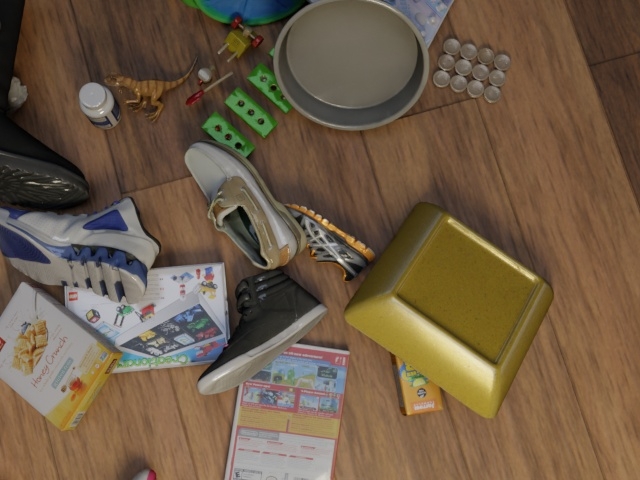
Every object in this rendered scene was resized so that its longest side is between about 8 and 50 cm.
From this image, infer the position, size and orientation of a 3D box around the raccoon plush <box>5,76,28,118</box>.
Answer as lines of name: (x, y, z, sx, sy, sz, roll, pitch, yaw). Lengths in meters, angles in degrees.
raccoon plush: (-0.683, -0.087, 1.511, 0.446, 0.216, 0.299, -35, 96, -10)

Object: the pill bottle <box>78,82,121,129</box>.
pill bottle: (-0.432, -0.264, 1.580, 0.067, 0.120, 0.067, 0, 81, -3)

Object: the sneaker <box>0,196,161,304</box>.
sneaker: (-0.435, -0.003, 1.532, 0.316, 0.127, 0.182, 18, 45, 10)

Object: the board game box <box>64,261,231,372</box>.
board game box: (-0.328, 0.151, 1.553, 0.306, 0.053, 0.192, -5, 81, -3)

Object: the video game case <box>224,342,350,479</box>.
video game case: (-0.062, 0.339, 1.549, 0.204, 0.025, 0.285, 8, 81, -1)

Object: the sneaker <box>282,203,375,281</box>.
sneaker: (0.000, 0.000, 1.579, 0.215, 0.084, 0.083, 33, 90, 4)

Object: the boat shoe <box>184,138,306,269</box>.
boat shoe: (-0.161, -0.072, 1.546, 0.302, 0.113, 0.103, 44, 47, 10)

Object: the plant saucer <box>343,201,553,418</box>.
plant saucer: (0.263, 0.104, 1.507, 0.333, 0.081, 0.332, 35, 56, 3)

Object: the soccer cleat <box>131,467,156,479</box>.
soccer cleat: (-0.378, 0.573, 1.452, 0.143, 0.116, 0.331, 9, 81, -1)

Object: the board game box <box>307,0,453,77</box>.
board game box: (0.128, -0.571, 1.573, 0.390, 0.050, 0.389, 37, 72, -26)

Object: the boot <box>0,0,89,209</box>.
boot: (-0.585, -0.308, 1.497, 0.146, 0.367, 0.444, -20, 66, 31)

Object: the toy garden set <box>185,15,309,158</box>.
toy garden set: (-0.154, -0.309, 1.634, 0.204, 0.049, 0.244, 42, 83, -2)

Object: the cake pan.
cake pan: (0.059, -0.341, 1.535, 0.293, 0.293, 0.054, 8, 44, -1)

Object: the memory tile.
memory tile: (0.314, -0.353, 1.681, 0.148, 0.012, 0.113, 17, 81, 1)

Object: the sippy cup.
sippy cup: (-0.146, -0.584, 1.603, 0.306, 0.240, 0.224, 1, 69, -25)

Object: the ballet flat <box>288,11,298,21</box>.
ballet flat: (0.044, -0.387, 1.658, 0.250, 0.058, 0.084, 31, 110, 8)

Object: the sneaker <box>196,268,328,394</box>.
sneaker: (-0.139, 0.162, 1.511, 0.296, 0.104, 0.147, -34, 72, -29)

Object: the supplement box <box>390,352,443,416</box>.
supplement box: (0.175, 0.215, 1.553, 0.078, 0.080, 0.233, -10, 83, -5)

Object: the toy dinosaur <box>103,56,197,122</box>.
toy dinosaur: (-0.328, -0.300, 1.611, 0.212, 0.112, 0.064, -16, 53, -44)

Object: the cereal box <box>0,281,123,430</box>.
cereal box: (-0.503, 0.211, 1.496, 0.240, 0.047, 0.173, 33, 92, 18)
